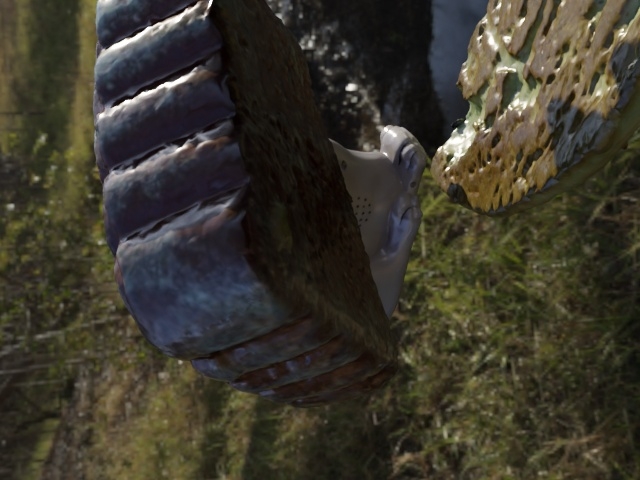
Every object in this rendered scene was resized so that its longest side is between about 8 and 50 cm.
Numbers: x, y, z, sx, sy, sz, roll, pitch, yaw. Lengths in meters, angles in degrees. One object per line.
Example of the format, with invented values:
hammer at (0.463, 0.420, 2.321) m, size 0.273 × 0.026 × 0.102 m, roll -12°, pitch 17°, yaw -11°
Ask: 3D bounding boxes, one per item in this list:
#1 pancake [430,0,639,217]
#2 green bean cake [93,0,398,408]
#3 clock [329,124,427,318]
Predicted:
pancake at (0.144, -0.119, 0.482) m, size 0.376 × 0.054 × 0.197 m, roll 135°, pitch 138°, yaw -69°
green bean cake at (-0.045, -0.030, 0.473) m, size 0.198 × 0.097 × 0.233 m, roll 37°, pitch -144°, yaw -62°
clock at (0.000, 0.000, 0.605) m, size 0.080 × 0.117 × 0.176 m, roll -124°, pitch 40°, yaw -52°
